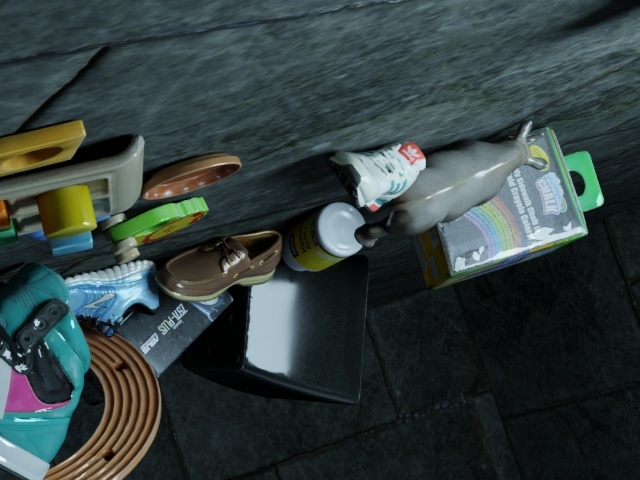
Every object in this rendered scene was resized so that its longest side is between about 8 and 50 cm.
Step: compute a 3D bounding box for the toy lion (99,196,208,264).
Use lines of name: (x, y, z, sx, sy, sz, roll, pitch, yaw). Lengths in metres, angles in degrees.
toy lion: (-0.147, -0.015, 1.299, 0.096, 0.034, 0.100, -25, 174, -8)

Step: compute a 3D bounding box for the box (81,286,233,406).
box: (-0.211, 0.107, 1.701, 0.147, 0.077, 0.180, -46, -168, -37)

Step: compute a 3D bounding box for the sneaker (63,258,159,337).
sneaker: (-0.245, 0.072, 1.555, 0.162, 0.073, 0.063, -15, 173, -24)

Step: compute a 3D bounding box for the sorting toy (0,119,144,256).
sorting toy: (-0.215, -0.011, 1.029, 0.196, 0.047, 0.347, -17, 174, -10)

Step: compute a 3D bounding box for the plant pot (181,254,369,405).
plant pot: (-0.067, 0.104, 1.794, 0.167, 0.187, 0.188, 9, 173, -42)

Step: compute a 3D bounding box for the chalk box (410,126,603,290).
chalk box: (0.212, -0.041, 1.638, 0.213, 0.132, 0.132, -16, 173, -11)

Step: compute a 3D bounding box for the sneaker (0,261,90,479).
sneaker: (-0.314, 0.087, 1.303, 0.124, 0.178, 0.295, 15, 159, 41)

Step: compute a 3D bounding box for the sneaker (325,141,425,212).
sneaker: (0.057, -0.070, 1.343, 0.075, 0.057, 0.161, -35, 171, 6)

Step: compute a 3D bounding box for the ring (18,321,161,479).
ring: (-0.331, 0.186, 1.484, 0.337, 0.032, 0.336, 0, -147, 0)

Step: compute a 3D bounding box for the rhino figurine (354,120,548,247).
rhino figurine: (0.148, -0.066, 1.497, 0.243, 0.073, 0.106, -25, -178, -31)

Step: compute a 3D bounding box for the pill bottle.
pill bottle: (0.000, 0.000, 1.683, 0.065, 0.065, 0.116, -15, 172, -30)

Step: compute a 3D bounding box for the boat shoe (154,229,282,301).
boat shoe: (-0.112, 0.021, 1.616, 0.178, 0.064, 0.060, -14, 142, -48)

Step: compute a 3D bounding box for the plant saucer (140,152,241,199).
plant saucer: (-0.104, -0.052, 1.149, 0.083, 0.013, 0.083, -19, 174, -2)
